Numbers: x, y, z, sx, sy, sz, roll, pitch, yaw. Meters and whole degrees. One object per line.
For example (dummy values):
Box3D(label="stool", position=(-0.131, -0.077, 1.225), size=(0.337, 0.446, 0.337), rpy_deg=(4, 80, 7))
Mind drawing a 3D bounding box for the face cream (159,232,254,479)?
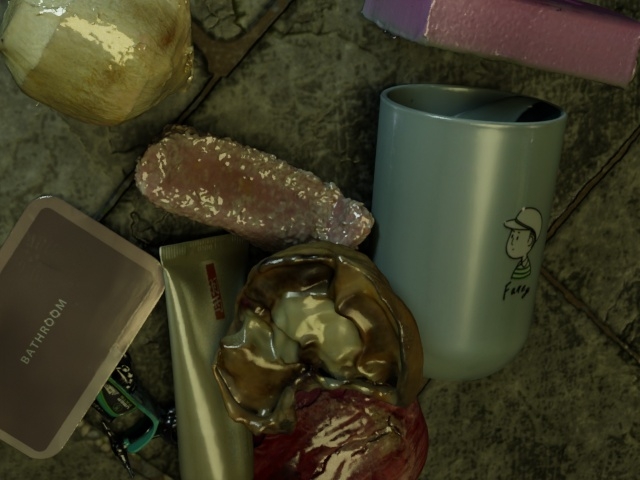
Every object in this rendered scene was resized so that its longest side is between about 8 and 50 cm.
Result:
Box3D(label="face cream", position=(-0.123, 0.165, 1.269), size=(0.137, 0.084, 0.341), rpy_deg=(-12, 104, -48))

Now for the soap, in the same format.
Box3D(label="soap", position=(0.197, -0.241, 1.215), size=(0.259, 0.181, 0.081), rpy_deg=(7, 109, -20))

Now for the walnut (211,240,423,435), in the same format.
Box3D(label="walnut", position=(-0.002, 0.091, 1.204), size=(0.238, 0.141, 0.204), rpy_deg=(-16, 106, 23))

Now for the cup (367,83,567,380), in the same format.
Box3D(label="cup", position=(0.158, -0.011, 1.267), size=(0.205, 0.205, 0.312), rpy_deg=(-2, 109, -19))

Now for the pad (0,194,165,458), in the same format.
Box3D(label="pad", position=(-0.302, 0.098, 1.219), size=(0.176, 0.002, 0.266), rpy_deg=(33, 95, -5))

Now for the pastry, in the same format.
Box3D(label="pastry", position=(-0.079, -0.050, 1.227), size=(0.265, 0.112, 0.103), rpy_deg=(24, 90, -17))

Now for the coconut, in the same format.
Box3D(label="coconut", position=(-0.209, -0.200, 1.091), size=(0.194, 0.194, 0.194), rpy_deg=(-6, 110, -17))

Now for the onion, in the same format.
Box3D(label="onion", position=(0.006, 0.272, 1.356), size=(0.283, 0.120, 0.227), rpy_deg=(-34, 111, -5))

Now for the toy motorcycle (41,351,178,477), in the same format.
Box3D(label="toy motorcycle", position=(-0.229, 0.193, 1.282), size=(0.100, 0.058, 0.173), rpy_deg=(-40, 115, 5))
